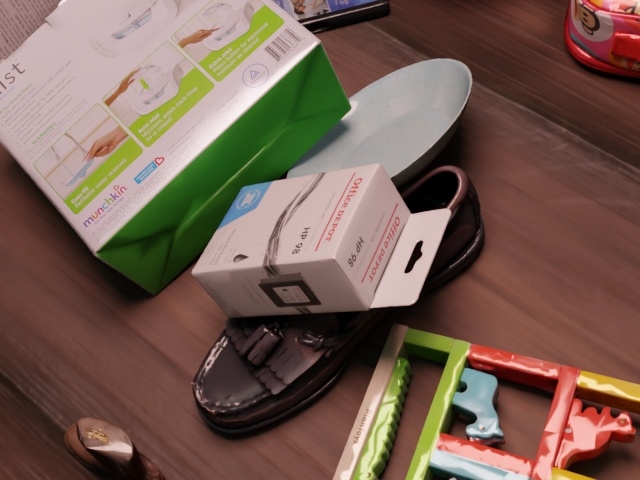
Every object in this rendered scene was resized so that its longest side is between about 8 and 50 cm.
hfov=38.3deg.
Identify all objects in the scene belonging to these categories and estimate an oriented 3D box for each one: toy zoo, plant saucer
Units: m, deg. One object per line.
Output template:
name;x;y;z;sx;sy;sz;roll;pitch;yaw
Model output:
toy zoo;0.160;0.183;0.690;0.293;0.030;0.192;12;63;24
plant saucer;0.058;-0.088;0.831;0.195;0.037;0.195;-30;28;18

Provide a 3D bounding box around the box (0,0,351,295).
box;-0.150;-0.129;0.854;0.262;0.127;0.231;-45;64;-4

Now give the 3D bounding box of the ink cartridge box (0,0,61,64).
ink cartridge box;-0.394;-0.285;0.909;0.151;0.270;0.396;15;67;18

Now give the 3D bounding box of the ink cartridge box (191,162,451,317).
ink cartridge box;0.000;0.000;0.719;0.180;0.060;0.104;-7;42;37

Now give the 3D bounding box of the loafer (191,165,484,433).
loafer;0.010;0.039;0.777;0.302;0.095;0.109;-37;63;-10

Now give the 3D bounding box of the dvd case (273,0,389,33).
dvd case;-0.067;-0.286;0.997;0.252;0.022;0.180;-14;63;2

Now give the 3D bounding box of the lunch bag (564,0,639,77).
lunch bag;0.379;-0.236;0.842;0.293;0.120;0.258;14;67;15

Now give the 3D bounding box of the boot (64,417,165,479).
boot;-0.179;0.160;0.736;0.106;0.114;0.037;22;69;19
